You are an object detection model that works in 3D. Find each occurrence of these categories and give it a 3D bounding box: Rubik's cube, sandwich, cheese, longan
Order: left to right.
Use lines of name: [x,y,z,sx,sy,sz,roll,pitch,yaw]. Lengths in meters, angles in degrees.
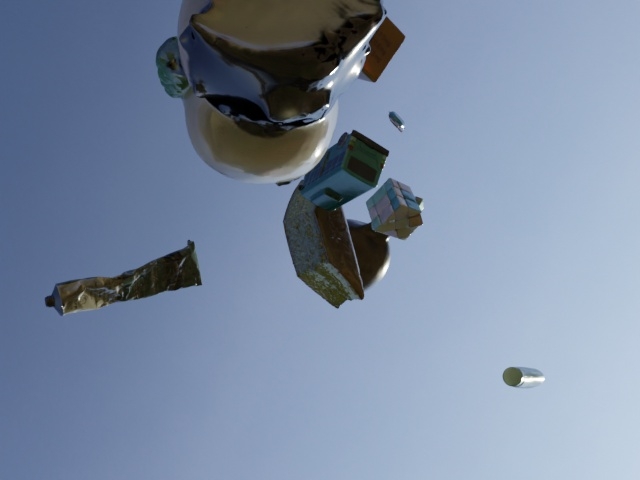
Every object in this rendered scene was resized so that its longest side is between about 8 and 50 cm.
sandwich: [0.000,0.000,1.361,0.096,0.094,0.258,-12,-96,-50]
longan: [0.067,0.026,1.567,0.204,0.159,0.185,-38,-35,15]
cheese: [0.145,-0.226,1.425,0.047,0.111,0.017,43,-74,-6]
Rubik's cube: [0.115,-0.042,1.121,0.073,0.084,0.075,16,-124,-34]

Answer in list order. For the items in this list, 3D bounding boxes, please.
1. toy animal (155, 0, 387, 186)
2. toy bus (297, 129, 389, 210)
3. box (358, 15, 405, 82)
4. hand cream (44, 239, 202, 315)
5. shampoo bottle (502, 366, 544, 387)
toy animal: [-0.070,-0.183,0.806,0.212,0.267,0.213,7,-119,-13]
toy bus: [0.033,-0.110,1.240,0.079,0.160,0.092,29,-115,-21]
box: [-0.067,-0.463,1.353,0.415,0.264,0.116,35,-91,-37]
hand cream: [-0.306,0.064,1.171,0.247,0.052,0.075,-17,-46,-32]
shampoo bottle: [0.378,0.260,1.416,0.190,0.069,0.041,24,-115,-64]
